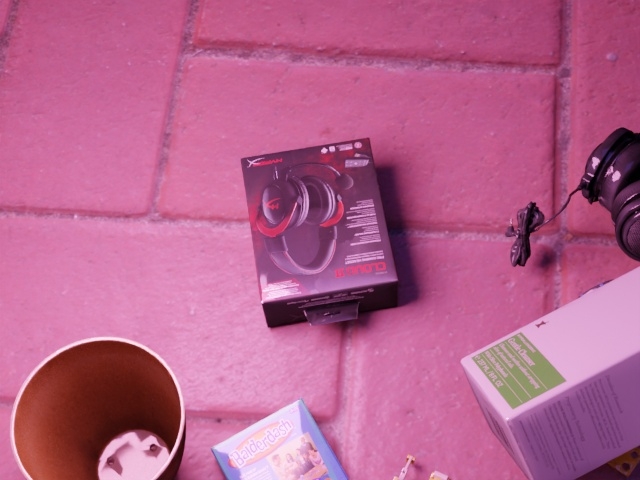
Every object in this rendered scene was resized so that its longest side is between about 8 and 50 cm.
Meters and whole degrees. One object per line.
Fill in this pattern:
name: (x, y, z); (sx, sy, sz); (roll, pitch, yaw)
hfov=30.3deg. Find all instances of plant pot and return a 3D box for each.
plant pot: (-0.289, 0.293, 1.694); (0.237, 0.254, 0.237); (-2, 64, 4)

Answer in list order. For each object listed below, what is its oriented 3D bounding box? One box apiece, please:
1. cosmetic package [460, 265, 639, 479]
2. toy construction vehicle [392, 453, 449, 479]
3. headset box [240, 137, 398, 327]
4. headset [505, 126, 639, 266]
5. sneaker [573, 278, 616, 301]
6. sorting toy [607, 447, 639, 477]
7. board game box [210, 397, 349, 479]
cosmetic package: (0.415, 0.184, 1.695); (0.365, 0.155, 0.197); (-29, 24, -4)
toy construction vehicle: (0.143, 0.375, 1.744); (0.086, 0.035, 0.098); (25, 69, 15)
headset box: (0.000, 0.000, 1.893); (0.218, 0.110, 0.293); (-9, 64, -1)
headset: (0.490, -0.050, 1.870); (0.394, 0.185, 0.243); (-8, 43, -16)
sneaker: (0.470, 0.105, 1.825); (0.211, 0.080, 0.081); (-21, 63, -5)
sorting toy: (0.434, 0.421, 1.694); (0.132, 0.046, 0.274); (13, 67, 10)
board game box: (-0.045, 0.363, 1.757); (0.160, 0.047, 0.210); (-28, 66, -8)
